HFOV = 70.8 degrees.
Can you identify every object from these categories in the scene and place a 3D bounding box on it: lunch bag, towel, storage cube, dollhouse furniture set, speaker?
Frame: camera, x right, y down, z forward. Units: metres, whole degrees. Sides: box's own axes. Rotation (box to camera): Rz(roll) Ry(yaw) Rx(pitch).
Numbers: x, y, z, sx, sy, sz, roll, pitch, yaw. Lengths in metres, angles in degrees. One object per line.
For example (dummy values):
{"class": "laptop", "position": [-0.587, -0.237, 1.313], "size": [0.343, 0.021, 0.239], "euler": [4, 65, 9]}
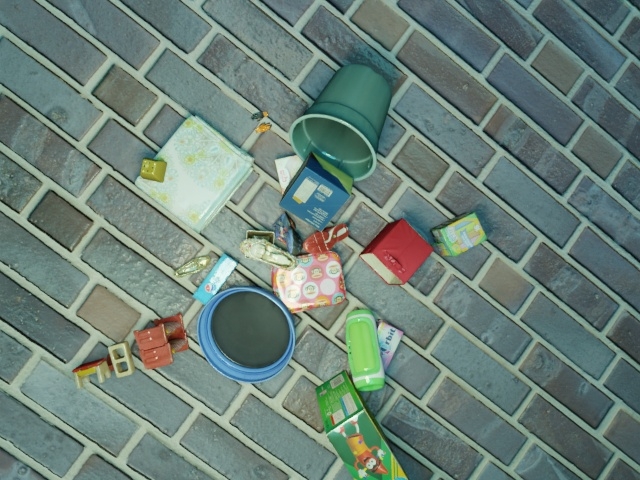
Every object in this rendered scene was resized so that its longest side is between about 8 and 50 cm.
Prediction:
{"class": "lunch bag", "position": [-0.054, 0.148, 1.813], "size": [0.292, 0.120, 0.258], "euler": [-9, 91, -6]}
{"class": "towel", "position": [-0.488, -0.266, 1.782], "size": [0.320, 0.090, 0.374], "euler": [38, 86, -2]}
{"class": "storage cube", "position": [0.300, 0.048, 1.811], "size": [0.183, 0.215, 0.193], "euler": [44, 79, -4]}
{"class": "dollhouse furniture set", "position": [-0.717, 0.410, 1.708], "size": [0.373, 0.201, 0.152], "euler": [-15, 92, 0]}
{"class": "speaker", "position": [0.174, 0.431, 1.778], "size": [0.131, 0.131, 0.297], "euler": [-3, 60, -6]}

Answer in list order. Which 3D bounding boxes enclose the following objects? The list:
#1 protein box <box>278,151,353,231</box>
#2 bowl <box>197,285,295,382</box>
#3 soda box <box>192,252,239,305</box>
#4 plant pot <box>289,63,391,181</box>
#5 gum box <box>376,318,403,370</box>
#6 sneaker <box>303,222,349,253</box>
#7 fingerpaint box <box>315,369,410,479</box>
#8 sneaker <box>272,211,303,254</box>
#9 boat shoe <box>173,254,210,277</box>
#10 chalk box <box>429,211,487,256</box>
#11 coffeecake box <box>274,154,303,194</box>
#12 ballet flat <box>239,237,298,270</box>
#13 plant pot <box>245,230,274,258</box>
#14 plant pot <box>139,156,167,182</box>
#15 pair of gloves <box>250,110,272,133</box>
{"class": "protein box", "position": [-0.015, -0.183, 1.704], "size": [0.199, 0.136, 0.201], "euler": [31, 125, -13]}
{"class": "bowl", "position": [-0.284, 0.361, 1.756], "size": [0.390, 0.077, 0.392], "euler": [2, 102, 9]}
{"class": "soda box", "position": [-0.416, 0.154, 1.798], "size": [0.071, 0.067, 0.210], "euler": [36, 86, -5]}
{"class": "plant pot", "position": [0.100, -0.461, 1.708], "size": [0.341, 0.341, 0.334], "euler": [27, 64, -6]}
{"class": "gum box", "position": [0.257, 0.431, 1.878], "size": [0.107, 0.062, 0.189], "euler": [26, 88, -6]}
{"class": "sneaker", "position": [0.000, 0.000, 1.803], "size": [0.221, 0.128, 0.087], "euler": [-20, 95, -34]}
{"class": "fingerpaint box", "position": [0.151, 0.739, 1.676], "size": [0.163, 0.445, 0.371], "euler": [-32, 94, -4]}
{"class": "sneaker", "position": [-0.132, -0.015, 1.784], "size": [0.087, 0.221, 0.083], "euler": [-35, 131, 11]}
{"class": "boat shoe", "position": [-0.512, 0.106, 1.796], "size": [0.152, 0.048, 0.056], "euler": [-22, 93, -6]}
{"class": "chalk box", "position": [0.553, -0.013, 1.875], "size": [0.213, 0.132, 0.132], "euler": [-27, 93, -5]}
{"class": "coffeecake box", "position": [-0.082, -0.274, 1.833], "size": [0.185, 0.068, 0.143], "euler": [-13, 93, -6]}
{"class": "ballet flat", "position": [-0.194, 0.050, 1.716], "size": [0.240, 0.077, 0.091], "euler": [19, 87, -3]}
{"class": "plant pot", "position": [-0.243, 0.018, 1.802], "size": [0.109, 0.096, 0.109], "euler": [4, 90, -7]}
{"class": "plant pot", "position": [-0.631, -0.269, 1.684], "size": [0.081, 0.083, 0.082], "euler": [12, 87, -4]}
{"class": "pair of gloves", "position": [-0.242, -0.486, 1.843], "size": [0.074, 0.010, 0.083], "euler": [-20, 92, -6]}
